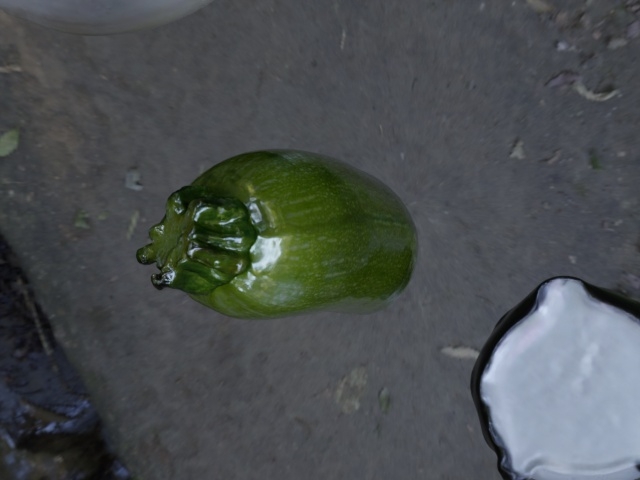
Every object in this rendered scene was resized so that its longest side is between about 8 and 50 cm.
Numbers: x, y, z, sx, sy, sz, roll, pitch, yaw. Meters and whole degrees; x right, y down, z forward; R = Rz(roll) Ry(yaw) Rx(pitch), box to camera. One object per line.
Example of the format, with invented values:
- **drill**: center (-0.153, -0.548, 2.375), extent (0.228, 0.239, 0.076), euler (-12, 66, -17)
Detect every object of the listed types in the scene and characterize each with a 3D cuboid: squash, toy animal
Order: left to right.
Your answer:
- **squash**: center (0.000, 0.000, 0.440), extent (0.069, 0.258, 0.069), euler (-1, 87, 15)
- **toy animal**: center (0.233, 0.128, 0.909), extent (0.187, 0.235, 0.165), euler (-6, 77, 16)

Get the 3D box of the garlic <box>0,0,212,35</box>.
- **garlic**: center (-0.163, -0.276, 0.782), extent (0.340, 0.231, 0.246), euler (-25, 106, 8)
